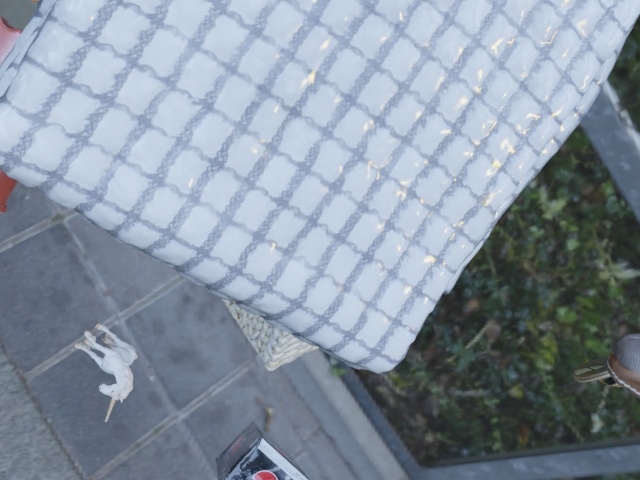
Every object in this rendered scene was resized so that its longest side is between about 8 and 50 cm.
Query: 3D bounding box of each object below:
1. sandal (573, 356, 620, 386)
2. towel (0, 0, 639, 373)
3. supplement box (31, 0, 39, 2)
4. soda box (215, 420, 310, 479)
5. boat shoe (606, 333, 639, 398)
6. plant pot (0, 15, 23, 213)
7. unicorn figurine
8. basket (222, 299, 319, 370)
[{"bbox_3d":[0.552,0.239,1.668,0.072,0.180,0.049,-53,130,-77],"label":"sandal"},{"bbox_3d":[0.010,-0.107,0.418,0.235,0.121,0.284,30,95,-30],"label":"towel"},{"bbox_3d":[-0.451,-0.437,1.485,0.036,0.098,0.062,11,66,-2],"label":"supplement box"},{"bbox_3d":[-0.053,0.202,0.805,0.060,0.169,0.053,42,81,-1],"label":"soda box"},{"bbox_3d":[0.412,0.210,0.907,0.324,0.116,0.123,32,20,-4],"label":"boat shoe"},{"bbox_3d":[-0.557,-0.229,1.505,0.272,0.272,0.265,36,88,-26],"label":"plant pot"},{"bbox_3d":[-0.317,0.182,1.393,0.111,0.060,0.162,38,24,-1],"label":"unicorn figurine"},{"bbox_3d":[0.000,0.000,1.583,0.331,0.328,0.266,-23,65,-27],"label":"basket"}]
